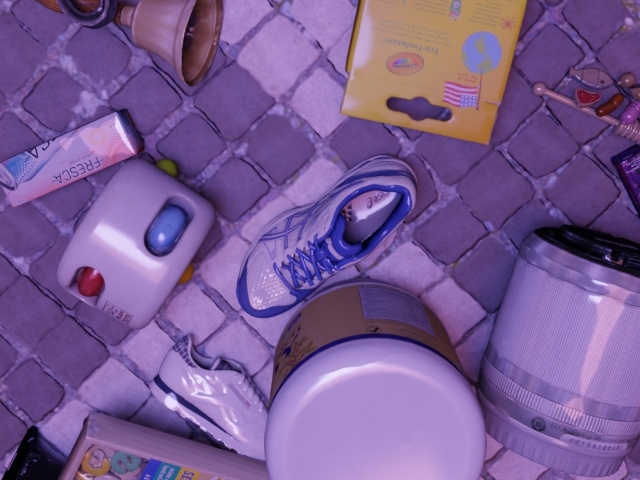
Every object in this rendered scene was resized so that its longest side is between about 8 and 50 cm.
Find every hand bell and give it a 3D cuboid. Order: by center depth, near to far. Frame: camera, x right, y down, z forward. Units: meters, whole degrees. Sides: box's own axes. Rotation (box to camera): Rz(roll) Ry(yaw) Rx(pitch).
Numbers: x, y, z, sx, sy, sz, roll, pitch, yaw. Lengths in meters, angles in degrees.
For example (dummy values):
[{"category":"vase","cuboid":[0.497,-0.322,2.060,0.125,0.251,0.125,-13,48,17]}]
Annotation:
[{"category":"hand bell","cuboid":[-0.258,-0.284,1.060,0.242,0.126,0.126,17,103,9]}]

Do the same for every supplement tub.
[{"category":"supplement tub","cuboid":[0.058,0.187,1.039,0.241,0.331,0.241,0,103,-1]}]

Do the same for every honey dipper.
[{"category":"honey dipper","cuboid":[0.352,-0.170,1.113,0.160,0.030,0.031,21,102,-2]}]

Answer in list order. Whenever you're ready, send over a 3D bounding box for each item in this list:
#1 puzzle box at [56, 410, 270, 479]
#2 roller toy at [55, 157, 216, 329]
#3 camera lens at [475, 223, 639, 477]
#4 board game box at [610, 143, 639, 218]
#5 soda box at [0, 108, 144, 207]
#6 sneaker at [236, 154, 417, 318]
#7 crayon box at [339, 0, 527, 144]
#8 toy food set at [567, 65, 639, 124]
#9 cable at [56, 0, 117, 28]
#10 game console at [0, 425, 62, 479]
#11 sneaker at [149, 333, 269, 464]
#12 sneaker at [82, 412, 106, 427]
[{"category":"puzzle box","cuboid":[-0.261,0.435,1.171,0.272,0.052,0.409,21,115,-18]},{"category":"roller toy","cuboid":[-0.226,0.010,1.067,0.146,0.191,0.209,33,101,-8]},{"category":"camera lens","cuboid":[0.332,0.131,1.084,0.219,0.219,0.274,15,102,-4]},{"category":"board game box","cuboid":[0.588,-0.103,1.122,0.346,0.056,0.208,-30,106,6]},{"category":"soda box","cuboid":[-0.327,-0.109,1.108,0.183,0.058,0.063,-23,102,4]},{"category":"sneaker","cuboid":[0.000,0.000,1.099,0.296,0.131,0.112,-43,102,10]},{"category":"crayon box","cuboid":[0.148,-0.296,1.054,0.202,0.081,0.319,12,102,-3]},{"category":"toy food set","cuboid":[0.381,-0.187,1.095,0.122,0.019,0.078,7,73,-4]},{"category":"cable","cuboid":[-0.344,-0.378,1.006,0.139,0.072,0.287,-21,82,8]},{"category":"game console","cuboid":[-0.404,0.346,1.201,0.071,0.107,0.122,25,102,-26]},{"category":"sneaker","cuboid":[-0.118,0.227,1.178,0.235,0.090,0.095,34,90,-10]},{"category":"sneaker","cuboid":[-0.351,0.353,1.205,0.121,0.079,0.217,-4,103,2]}]
